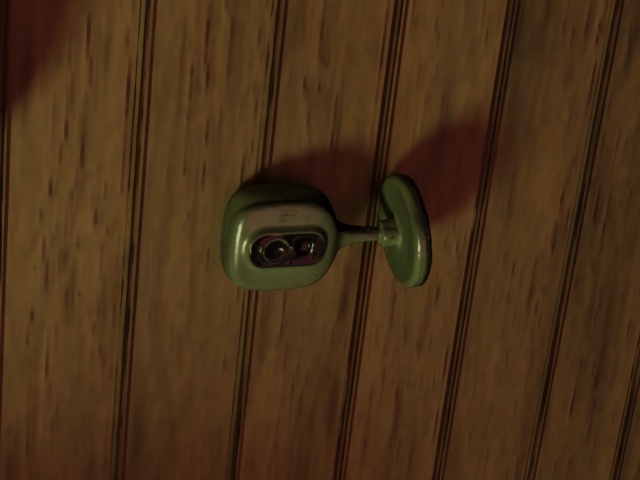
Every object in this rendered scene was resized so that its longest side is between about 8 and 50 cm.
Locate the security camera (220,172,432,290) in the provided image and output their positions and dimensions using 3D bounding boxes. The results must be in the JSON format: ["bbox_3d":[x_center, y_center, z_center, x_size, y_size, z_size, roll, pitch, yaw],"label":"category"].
[{"bbox_3d":[0.000,0.000,0.802,0.092,0.058,0.058,-9,120,-18],"label":"security camera"}]
